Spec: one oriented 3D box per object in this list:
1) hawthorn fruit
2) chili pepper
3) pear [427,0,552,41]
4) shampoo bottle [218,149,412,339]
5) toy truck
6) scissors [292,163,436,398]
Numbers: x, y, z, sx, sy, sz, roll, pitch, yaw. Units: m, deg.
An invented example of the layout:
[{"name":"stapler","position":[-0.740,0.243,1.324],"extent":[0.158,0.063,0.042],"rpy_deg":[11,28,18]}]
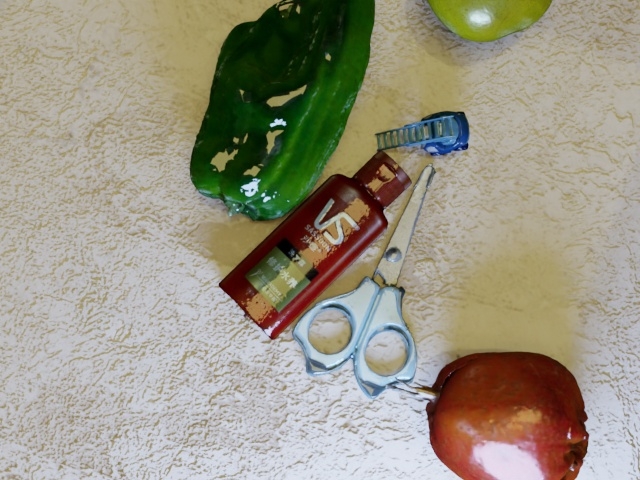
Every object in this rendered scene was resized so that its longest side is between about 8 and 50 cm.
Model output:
[{"name":"hawthorn fruit","position":[0.236,0.249,1.830],"extent":[0.299,0.211,0.211],"rpy_deg":[15,86,7]},{"name":"chili pepper","position":[-0.056,-0.212,1.853],"extent":[0.213,0.167,0.385],"rpy_deg":[23,84,-4]},{"name":"pear","position":[0.239,-0.385,1.878],"extent":[0.198,0.198,0.198],"rpy_deg":[0,86,-3]},{"name":"shampoo bottle","position":[0.000,0.000,1.887],"extent":[0.314,0.076,0.118],"rpy_deg":[-44,76,-5]},{"name":"toy truck","position":[0.153,-0.155,1.919],"extent":[0.136,0.074,0.063],"rpy_deg":[-11,84,37]},{"name":"scissors","position":[0.098,0.051,1.914],"extent":[0.191,0.029,0.360],"rpy_deg":[23,86,0]}]
